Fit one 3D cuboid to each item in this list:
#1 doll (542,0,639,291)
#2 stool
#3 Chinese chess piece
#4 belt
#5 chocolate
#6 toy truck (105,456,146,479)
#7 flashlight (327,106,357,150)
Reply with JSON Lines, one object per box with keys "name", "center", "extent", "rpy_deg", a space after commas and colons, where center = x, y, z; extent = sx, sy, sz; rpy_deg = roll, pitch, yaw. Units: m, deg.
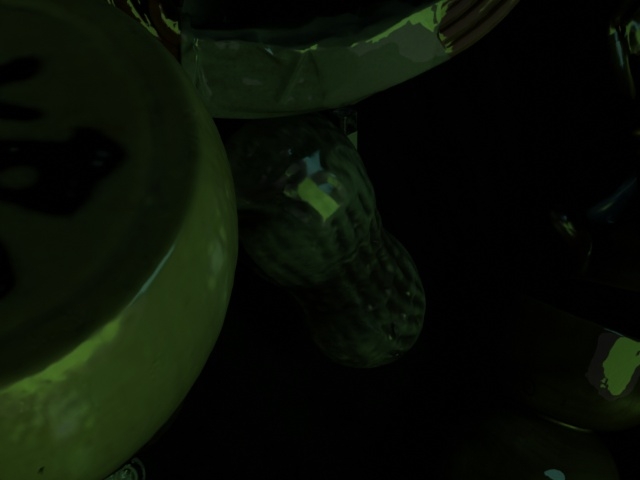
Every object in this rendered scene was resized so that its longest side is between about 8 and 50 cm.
{"name": "doll", "center": [0.323, -0.094, 1.131], "extent": [0.318, 0.209, 0.339], "rpy_deg": [-58, 160, -69]}
{"name": "stool", "center": [0.180, 0.183, 1.096], "extent": [0.179, 0.179, 0.264], "rpy_deg": [14, 97, -52]}
{"name": "Chinese chess piece", "center": [-0.162, -0.002, 0.530], "extent": [0.257, 0.257, 0.104], "rpy_deg": [-42, 154, -28]}
{"name": "belt", "center": [-0.013, -0.160, 0.666], "extent": [0.261, 0.105, 0.184], "rpy_deg": [-19, 124, -8]}
{"name": "chocolate", "center": [0.000, 0.000, 0.845], "extent": [0.110, 0.110, 0.248], "rpy_deg": [-53, 143, -16]}
{"name": "toy truck", "center": [-0.170, 0.059, 0.682], "extent": [0.116, 0.110, 0.216], "rpy_deg": [-15, 122, -30]}
{"name": "flashlight", "center": [0.016, -0.054, 0.905], "extent": [0.018, 0.018, 0.083], "rpy_deg": [-25, 127, -38]}
